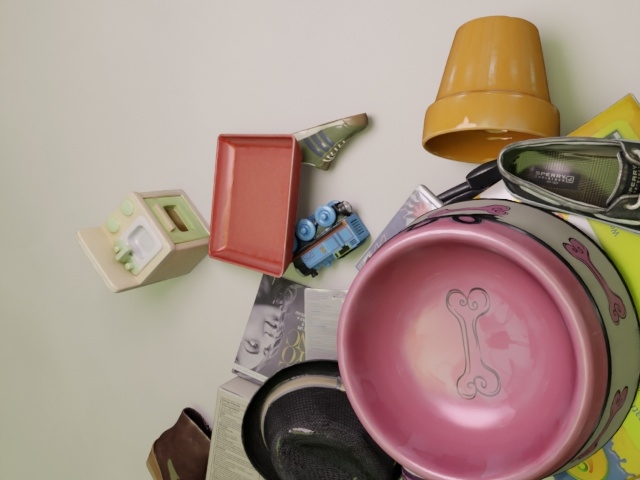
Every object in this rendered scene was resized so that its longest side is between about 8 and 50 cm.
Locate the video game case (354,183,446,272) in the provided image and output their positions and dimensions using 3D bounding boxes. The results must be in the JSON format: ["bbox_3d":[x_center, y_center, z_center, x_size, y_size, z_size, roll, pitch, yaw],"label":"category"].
[{"bbox_3d":[0.167,0.045,0.982,0.201,0.023,0.183,49,115,27],"label":"video game case"}]

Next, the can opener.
[{"bbox_3d":[0.249,-0.083,1.087,0.186,0.059,0.073,-28,111,37],"label":"can opener"}]

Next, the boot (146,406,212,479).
[{"bbox_3d":[-0.283,0.525,1.417,0.248,0.090,0.207,47,117,17],"label":"boot"}]

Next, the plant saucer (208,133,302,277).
[{"bbox_3d":[-0.124,-0.075,1.228,0.259,0.048,0.258,11,97,48],"label":"plant saucer"}]

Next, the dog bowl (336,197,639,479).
[{"bbox_3d":[0.202,0.146,0.855,0.408,0.150,0.407,2,94,33],"label":"dog bowl"}]

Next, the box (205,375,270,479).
[{"bbox_3d":[-0.144,0.448,1.320,0.148,0.121,0.311,17,104,24],"label":"box"}]

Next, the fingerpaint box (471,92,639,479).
[{"bbox_3d":[0.419,0.087,0.922,0.371,0.163,0.444,-37,68,26],"label":"fingerpaint box"}]

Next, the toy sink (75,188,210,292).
[{"bbox_3d":[-0.347,-0.008,1.295,0.131,0.234,0.152,-43,77,25],"label":"toy sink"}]

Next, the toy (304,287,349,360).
[{"bbox_3d":[0.041,0.200,1.223,0.137,0.056,0.237,2,105,8],"label":"toy"}]

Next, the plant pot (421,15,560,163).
[{"bbox_3d":[0.268,-0.234,0.986,0.205,0.205,0.187,2,83,27],"label":"plant pot"}]

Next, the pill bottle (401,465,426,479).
[{"bbox_3d":[0.228,0.432,1.103,0.169,0.169,0.301,-2,97,27],"label":"pill bottle"}]

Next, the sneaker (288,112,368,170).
[{"bbox_3d":[0.010,-0.176,1.191,0.192,0.064,0.086,-12,99,28],"label":"sneaker"}]

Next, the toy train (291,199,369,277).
[{"bbox_3d":[0.000,0.000,1.210,0.184,0.080,0.105,-35,87,26],"label":"toy train"}]

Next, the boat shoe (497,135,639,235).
[{"bbox_3d":[0.381,-0.064,0.788,0.335,0.119,0.121,8,90,33],"label":"boat shoe"}]

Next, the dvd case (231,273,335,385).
[{"bbox_3d":[-0.078,0.192,1.279,0.165,0.018,0.221,18,91,23],"label":"dvd case"}]

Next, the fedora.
[{"bbox_3d":[0.017,0.383,1.145,0.334,0.152,0.334,0,103,-1],"label":"fedora"}]
